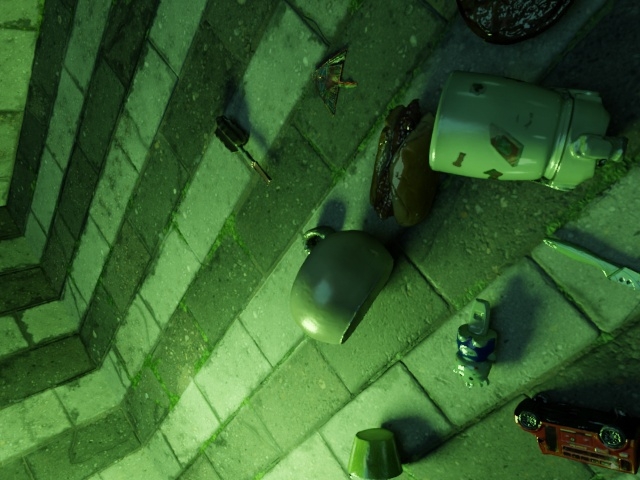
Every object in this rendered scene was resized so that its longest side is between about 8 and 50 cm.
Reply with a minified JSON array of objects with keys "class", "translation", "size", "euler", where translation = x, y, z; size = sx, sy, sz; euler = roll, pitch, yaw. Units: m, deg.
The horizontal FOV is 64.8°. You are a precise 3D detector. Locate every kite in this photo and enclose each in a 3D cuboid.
[{"class":"kite","translation":[0.036,-0.445,1.414],"size":[0.159,0.010,0.190],"euler":[28,120,30]}]

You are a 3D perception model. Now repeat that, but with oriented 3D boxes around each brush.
[{"class":"brush","translation":[-0.250,-0.293,1.662],"size":[0.301,0.071,0.084],"euler":[48,139,19]}]

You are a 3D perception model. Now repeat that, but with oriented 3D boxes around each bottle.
[{"class":"bottle","translation":[0.416,-0.219,1.019],"size":[0.351,0.229,0.229],"euler":[12,111,16]}]

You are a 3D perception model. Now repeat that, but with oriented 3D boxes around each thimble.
[{"class":"thimble","translation":[0.000,0.000,1.532],"size":[0.109,0.062,0.085],"euler":[-6,98,41]}]

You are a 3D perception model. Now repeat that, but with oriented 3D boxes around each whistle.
[{"class":"whistle","translation":[0.386,0.263,1.259],"size":[0.110,0.092,0.245],"euler":[19,115,40]}]

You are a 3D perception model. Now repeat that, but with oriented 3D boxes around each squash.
[{"class":"squash","translation":[0.162,0.645,1.517],"size":[0.170,0.170,0.123],"euler":[-5,87,41]}]

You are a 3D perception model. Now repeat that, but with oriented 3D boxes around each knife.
[{"class":"knife","translation":[0.611,0.061,1.064],"size":[0.293,0.019,0.043],"euler":[28,117,30]}]

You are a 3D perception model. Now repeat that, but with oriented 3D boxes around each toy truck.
[{"class":"toy truck","translation":[0.575,0.432,1.137],"size":[0.252,0.107,0.114],"euler":[-2,100,40]}]

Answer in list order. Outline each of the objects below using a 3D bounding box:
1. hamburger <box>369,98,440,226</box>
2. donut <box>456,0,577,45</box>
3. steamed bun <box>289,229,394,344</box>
[{"class":"hamburger","translation":[0.205,-0.169,1.250],"size":[0.155,0.245,0.282],"euler":[21,159,29]},{"class":"donut","translation":[0.401,-0.535,1.023],"size":[0.269,0.103,0.270],"euler":[10,106,37]},{"class":"steamed bun","translation":[0.045,0.115,1.355],"size":[0.206,0.324,0.325],"euler":[32,122,14]}]
